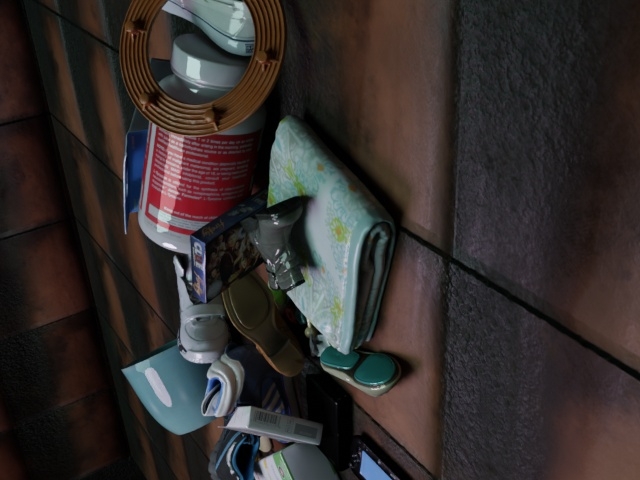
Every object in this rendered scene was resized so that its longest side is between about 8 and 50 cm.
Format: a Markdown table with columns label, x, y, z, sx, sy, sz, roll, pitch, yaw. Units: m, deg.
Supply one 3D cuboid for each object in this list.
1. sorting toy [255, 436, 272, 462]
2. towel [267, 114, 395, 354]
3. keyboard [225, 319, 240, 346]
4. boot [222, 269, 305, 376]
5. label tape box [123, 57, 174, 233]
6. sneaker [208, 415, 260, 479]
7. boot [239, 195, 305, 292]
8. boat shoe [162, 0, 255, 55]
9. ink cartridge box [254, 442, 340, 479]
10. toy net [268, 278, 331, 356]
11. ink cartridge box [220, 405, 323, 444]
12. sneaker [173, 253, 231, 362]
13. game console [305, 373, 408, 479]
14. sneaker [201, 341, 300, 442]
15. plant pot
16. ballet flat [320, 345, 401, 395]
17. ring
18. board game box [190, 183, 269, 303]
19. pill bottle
| label | x | y | z | sx | sy | sz | roll | pitch | yaw |
| --- | --- | --- | --- | --- | --- | --- | --- | --- | --- |
| sorting toy | -0.213 | 0.540 | 2.289 | 0.229 | 0.041 | 0.307 | 3 | 111 | 56 |
| towel | 0.000 | 0.000 | 1.465 | 0.320 | 0.090 | 0.374 | 48 | 146 | 34 |
| keyboard | -0.252 | 0.286 | 2.197 | 0.180 | 0.023 | 0.108 | 55 | 150 | 24 |
| boot | -0.128 | 0.177 | 1.755 | 0.283 | 0.109 | 0.220 | 51 | 174 | -3 |
| label tape box | -0.370 | -0.215 | 1.787 | 0.249 | 0.115 | 0.347 | 103 | 170 | -47 |
| sneaker | -0.197 | 0.476 | 2.041 | 0.140 | 0.125 | 0.340 | -5 | 77 | 54 |
| boot | -0.063 | 0.013 | 1.435 | 0.161 | 0.083 | 0.246 | 65 | 160 | -3 |
| boat shoe | -0.225 | -0.499 | 1.481 | 0.367 | 0.136 | 0.156 | 43 | 140 | 33 |
| ink cartridge box | -0.054 | 0.618 | 1.958 | 0.201 | 0.117 | 0.278 | 64 | 153 | 12 |
| toy net | -0.047 | 0.186 | 1.726 | 0.232 | 0.045 | 0.122 | 57 | 150 | 22 |
| ink cartridge box | -0.120 | 0.428 | 1.803 | 0.225 | 0.181 | 0.056 | -23 | 51 | 65 |
| sneaker | -0.313 | 0.149 | 2.010 | 0.366 | 0.137 | 0.210 | -113 | 18 | -61 |
| game console | 0.079 | 0.449 | 1.679 | 0.361 | 0.044 | 0.213 | 36 | 138 | 46 |
| sneaker | -0.186 | 0.402 | 1.918 | 0.130 | 0.236 | 0.322 | 34 | 136 | 49 |
| plant pot | -0.368 | 0.394 | 2.164 | 0.235 | 0.293 | 0.293 | 64 | 153 | -2 |
| ballet flat | 0.091 | 0.257 | 1.505 | 0.248 | 0.086 | 0.086 | 12 | 119 | 60 |
| ring | -0.219 | -0.353 | 1.383 | 0.337 | 0.032 | 0.336 | 0 | 90 | 21 |
| board game box | -0.164 | 0.002 | 1.595 | 0.042 | 0.243 | 0.165 | 30 | 137 | 26 |
| pill bottle | -0.236 | -0.194 | 1.573 | 0.229 | 0.229 | 0.407 | 44 | 131 | 40 |
